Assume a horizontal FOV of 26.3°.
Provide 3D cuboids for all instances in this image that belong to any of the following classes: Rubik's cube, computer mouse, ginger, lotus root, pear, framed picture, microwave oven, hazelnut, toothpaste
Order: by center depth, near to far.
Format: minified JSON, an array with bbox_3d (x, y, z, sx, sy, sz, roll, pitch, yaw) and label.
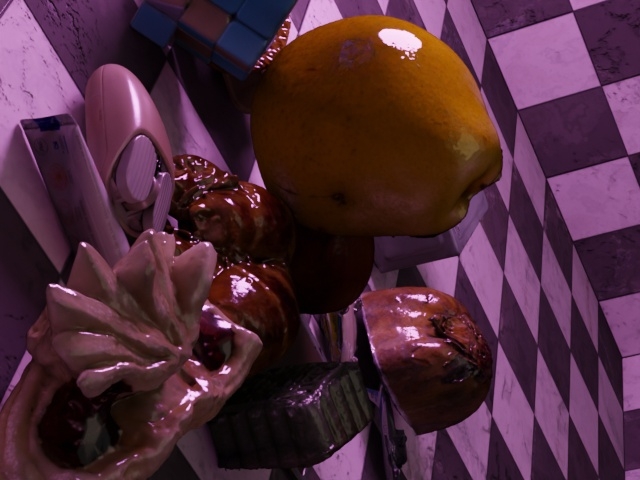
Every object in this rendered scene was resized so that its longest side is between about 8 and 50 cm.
[{"bbox_3d":[-0.259,0.003,1.599,0.066,0.100,0.323,-38,117,-40],"label":"toothpaste"},{"bbox_3d":[-0.232,-0.115,1.683,0.145,0.082,0.236,67,8,-47],"label":"computer mouse"},{"bbox_3d":[-0.127,0.040,1.793,0.274,0.152,0.357,51,30,-46],"label":"ginger"},{"bbox_3d":[-0.135,-0.366,1.915,0.213,0.265,0.224,34,-7,-5],"label":"Rubik's cube"},{"bbox_3d":[0.064,-0.186,1.943,0.340,0.386,0.191,-50,146,-23],"label":"pear"},{"bbox_3d":[0.000,0.000,2.043,0.208,0.208,0.208,48,34,-48],"label":"hazelnut"},{"bbox_3d":[-0.049,0.207,2.056,0.216,0.016,0.273,62,25,-28],"label":"framed picture"},{"bbox_3d":[0.187,0.190,2.368,0.272,0.192,0.272,-20,90,-74],"label":"lotus root"},{"bbox_3d":[0.179,-0.091,2.587,0.295,0.181,0.237,-48,122,-64],"label":"microwave oven"}]

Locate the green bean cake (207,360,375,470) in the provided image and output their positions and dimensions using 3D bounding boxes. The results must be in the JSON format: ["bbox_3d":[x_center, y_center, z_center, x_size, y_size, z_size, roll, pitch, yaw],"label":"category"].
[{"bbox_3d":[-0.040,0.229,1.824,0.173,0.181,0.094,-32,109,-58],"label":"green bean cake"}]

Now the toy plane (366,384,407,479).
[{"bbox_3d":[0.119,0.347,2.317,0.226,0.058,0.226,-27,101,-84],"label":"toy plane"}]

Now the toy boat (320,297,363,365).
[{"bbox_3d":[0.033,0.160,2.233,0.084,0.066,0.210,6,81,-63],"label":"toy boat"}]

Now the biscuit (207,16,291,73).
[{"bbox_3d":[-0.132,-0.335,2.059,0.188,0.027,0.188,8,71,-24],"label":"biscuit"}]

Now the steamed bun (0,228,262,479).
[{"bbox_3d":[-0.207,0.124,1.432,0.247,0.189,0.428,57,37,-4],"label":"steamed bun"}]

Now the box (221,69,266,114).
[{"bbox_3d":[-0.109,-0.286,2.139,0.111,0.111,0.177,-4,76,-68],"label":"box"}]
